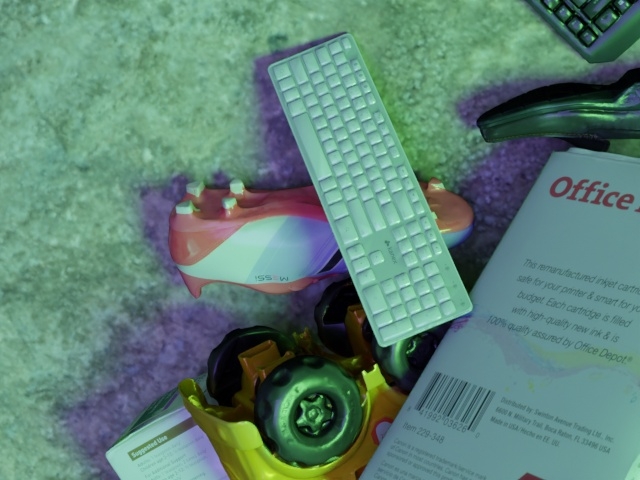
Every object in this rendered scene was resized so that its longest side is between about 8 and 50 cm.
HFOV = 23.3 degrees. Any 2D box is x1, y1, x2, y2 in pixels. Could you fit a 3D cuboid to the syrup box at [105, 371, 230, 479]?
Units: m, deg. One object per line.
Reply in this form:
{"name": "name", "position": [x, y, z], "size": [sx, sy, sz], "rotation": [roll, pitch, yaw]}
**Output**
{"name": "syrup box", "position": [-0.067, 0.234, 1.286], "size": [0.096, 0.093, 0.237], "rotation": [-32, 96, 18]}

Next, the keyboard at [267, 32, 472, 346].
{"name": "keyboard", "position": [0.033, -0.043, 1.152], "size": [0.072, 0.014, 0.256], "rotation": [-20, 63, -4]}

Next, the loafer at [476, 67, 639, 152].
{"name": "loafer", "position": [0.203, -0.087, 1.163], "size": [0.170, 0.062, 0.061], "rotation": [-8, 108, 15]}

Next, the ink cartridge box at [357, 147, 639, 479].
{"name": "ink cartridge box", "position": [0.194, 0.105, 1.059], "size": [0.131, 0.226, 0.306], "rotation": [41, 76, -33]}

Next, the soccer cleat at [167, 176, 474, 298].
{"name": "soccer cleat", "position": [0.000, 0.000, 1.224], "size": [0.248, 0.083, 0.095], "rotation": [-1, 121, 12]}

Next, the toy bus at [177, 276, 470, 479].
{"name": "toy bus", "position": [0.032, 0.152, 1.189], "size": [0.220, 0.149, 0.211], "rotation": [-27, 106, -17]}

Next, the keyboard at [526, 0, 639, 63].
{"name": "keyboard", "position": [0.248, -0.298, 1.113], "size": [0.201, 0.033, 0.317], "rotation": [45, 108, -2]}
